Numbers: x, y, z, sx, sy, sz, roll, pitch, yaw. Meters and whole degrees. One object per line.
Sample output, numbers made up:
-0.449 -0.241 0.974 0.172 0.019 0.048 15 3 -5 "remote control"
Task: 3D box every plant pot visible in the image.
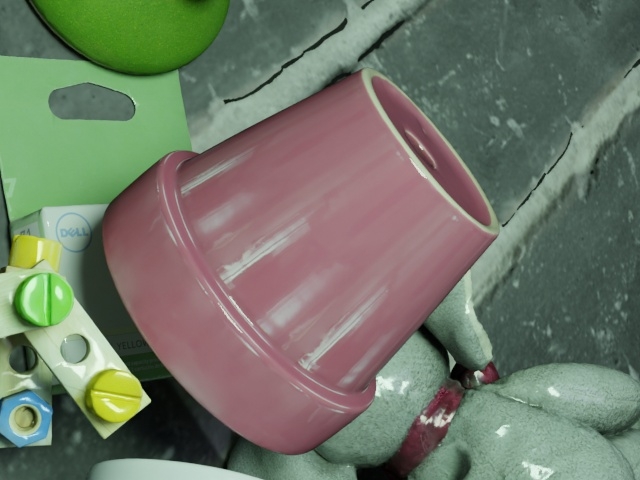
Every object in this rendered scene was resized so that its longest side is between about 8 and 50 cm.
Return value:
0.000 0.000 0.741 0.201 0.180 0.201 46 18 -19 "plant pot"

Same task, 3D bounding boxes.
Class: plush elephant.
0.086 0.149 0.889 0.255 0.272 0.330 45 3 22 "plush elephant"

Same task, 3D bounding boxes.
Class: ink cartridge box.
-0.132 -0.019 0.842 0.171 0.056 0.235 -4 82 -44 "ink cartridge box"

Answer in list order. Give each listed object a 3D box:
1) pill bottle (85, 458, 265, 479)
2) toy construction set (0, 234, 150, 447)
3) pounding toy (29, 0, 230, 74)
-0.097 0.304 0.685 0.188 0.188 0.334 26 61 -36 "pill bottle"
-0.234 -0.030 0.681 0.215 0.151 0.328 -11 77 -20 "toy construction set"
-0.110 -0.243 0.882 0.183 0.110 0.237 36 55 -27 "pounding toy"
